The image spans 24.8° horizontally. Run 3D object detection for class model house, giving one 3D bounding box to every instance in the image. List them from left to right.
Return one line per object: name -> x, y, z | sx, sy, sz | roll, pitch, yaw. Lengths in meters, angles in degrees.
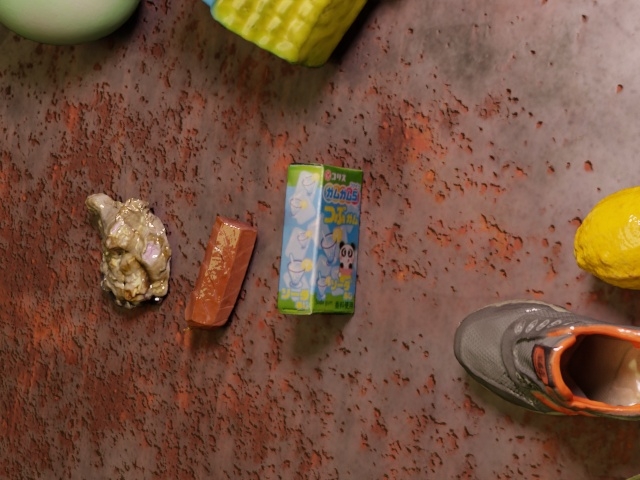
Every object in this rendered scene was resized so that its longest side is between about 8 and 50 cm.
model house -> -0.043, -0.382, 1.881 | 0.303, 0.215, 0.237 | 41, 109, 27

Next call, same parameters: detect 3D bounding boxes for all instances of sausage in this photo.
sausage -> -0.141, 0.055, 2.004 | 0.065, 0.065, 0.169 | 26, 102, 35

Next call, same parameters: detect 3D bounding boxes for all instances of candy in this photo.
candy -> 0.000, 0.000, 1.882 | 0.062, 0.097, 0.194 | 3, 89, 38

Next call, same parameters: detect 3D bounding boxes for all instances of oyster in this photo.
oyster -> -0.293, 0.007, 2.115 | 0.191, 0.081, 0.163 | 41, 115, 35

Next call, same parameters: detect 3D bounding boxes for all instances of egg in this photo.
egg -> -0.380, -0.394, 2.119 | 0.269, 0.220, 0.220 | 20, 98, 37

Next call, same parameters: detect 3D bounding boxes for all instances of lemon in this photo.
lemon -> 0.350, -0.002, 1.613 | 0.155, 0.114, 0.114 | -20, 74, 38

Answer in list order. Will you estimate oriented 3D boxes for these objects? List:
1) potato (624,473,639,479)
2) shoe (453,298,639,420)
potato -> 0.280, 0.430, 1.577 | 0.330, 0.213, 0.280 | -20, 71, -6
shoe -> 0.272, 0.139, 1.623 | 0.336, 0.171, 0.132 | 6, 90, 36
